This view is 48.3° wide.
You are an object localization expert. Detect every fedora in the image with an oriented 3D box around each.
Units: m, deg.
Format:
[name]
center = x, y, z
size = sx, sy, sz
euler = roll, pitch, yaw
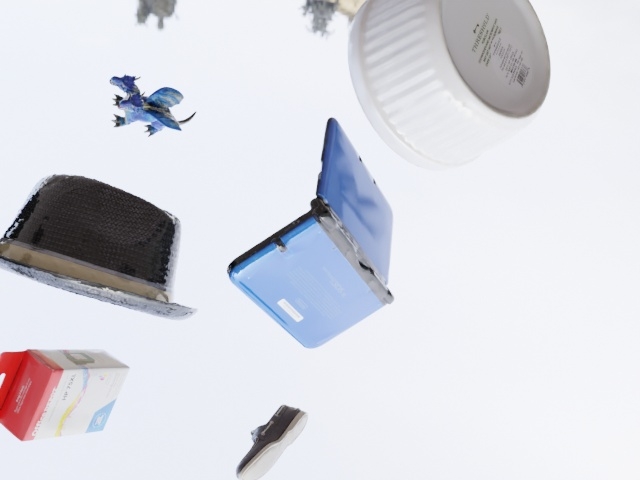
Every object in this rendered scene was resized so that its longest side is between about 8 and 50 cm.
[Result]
[fedora]
center = -0.315, -0.002, 1.006
size = 0.334, 0.152, 0.334
euler = 17, 174, 2

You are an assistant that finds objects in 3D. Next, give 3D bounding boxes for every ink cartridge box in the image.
[ink cartridge box]
center = -0.450, 0.259, 1.214
size = 0.078, 0.134, 0.231
euler = 26, -175, 27

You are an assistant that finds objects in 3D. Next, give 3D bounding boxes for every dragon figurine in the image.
[dragon figurine]
center = -0.340, -0.274, 1.509
size = 0.144, 0.085, 0.289
euler = -2, 173, 38

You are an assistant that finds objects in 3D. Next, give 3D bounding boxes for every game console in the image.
[game console]
center = 0.000, 0.000, 1.135
size = 0.250, 0.293, 0.173
euler = -33, -130, 6

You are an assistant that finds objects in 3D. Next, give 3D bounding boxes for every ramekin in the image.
[ramekin]
center = 0.140, -0.185, 0.729
size = 0.207, 0.207, 0.109
euler = -25, -176, -38

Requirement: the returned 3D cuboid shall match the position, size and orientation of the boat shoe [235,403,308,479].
[boat shoe]
center = -0.106, 0.393, 1.394
size = 0.065, 0.075, 0.206
euler = 25, -142, 25
